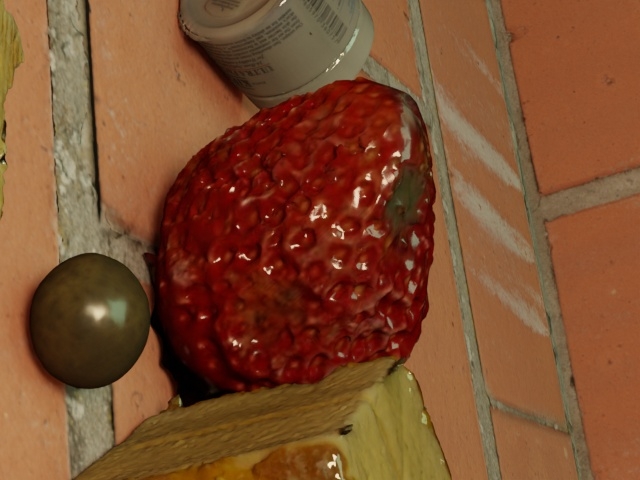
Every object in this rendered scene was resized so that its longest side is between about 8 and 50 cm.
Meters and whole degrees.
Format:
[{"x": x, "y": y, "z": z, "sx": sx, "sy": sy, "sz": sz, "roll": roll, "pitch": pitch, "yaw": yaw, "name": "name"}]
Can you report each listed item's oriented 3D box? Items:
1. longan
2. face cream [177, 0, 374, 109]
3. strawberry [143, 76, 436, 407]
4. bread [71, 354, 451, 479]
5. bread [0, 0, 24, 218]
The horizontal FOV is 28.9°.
[{"x": -0.186, "y": 0.068, "z": 0.998, "sx": 0.119, "sy": 0.106, "sz": 0.106, "roll": 118, "pitch": -28, "yaw": -59, "name": "longan"}, {"x": -0.050, "y": -0.253, "z": 1.397, "sx": 0.153, "sy": 0.177, "sz": 0.177, "roll": 45, "pitch": 36, "yaw": -45, "name": "face cream"}, {"x": 0.000, "y": 0.010, "z": 1.180, "sx": 0.292, "sy": 0.310, "sz": 0.292, "roll": 50, "pitch": 28, "yaw": -39, "name": "strawberry"}, {"x": -0.030, "y": 0.269, "z": 0.987, "sx": 0.207, "sy": 0.279, "sz": 0.279, "roll": -38, "pitch": 113, "yaw": -67, "name": "bread"}, {"x": -0.268, "y": -0.108, "z": 0.911, "sx": 0.182, "sy": 0.039, "sz": 0.251, "roll": 79, "pitch": 9, "yaw": -58, "name": "bread"}]
